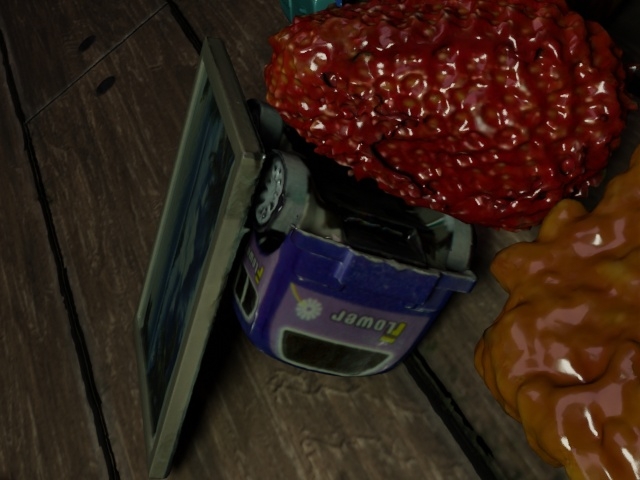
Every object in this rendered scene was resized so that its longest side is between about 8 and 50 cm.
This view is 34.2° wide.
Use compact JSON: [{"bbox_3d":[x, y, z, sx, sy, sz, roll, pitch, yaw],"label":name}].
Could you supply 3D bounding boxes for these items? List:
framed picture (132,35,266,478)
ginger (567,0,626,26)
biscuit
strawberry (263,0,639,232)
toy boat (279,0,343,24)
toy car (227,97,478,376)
[{"bbox_3d":[-0.113,0.012,0.889,0.232,0.024,0.314,-113,37,-56],"label":"framed picture"},{"bbox_3d":[0.193,-0.269,0.887,0.176,0.254,0.418,31,70,15],"label":"ginger"},{"bbox_3d":[0.258,0.051,0.614,0.318,0.110,0.312,-38,40,6],"label":"biscuit"},{"bbox_3d":[0.109,-0.093,0.718,0.106,0.286,0.188,-132,48,-70],"label":"strawberry"},{"bbox_3d":[0.012,-0.282,1.197,0.110,0.091,0.175,-13,30,-17],"label":"toy boat"},{"bbox_3d":[0.000,0.000,0.844,0.158,0.172,0.235,-62,29,22],"label":"toy car"}]
